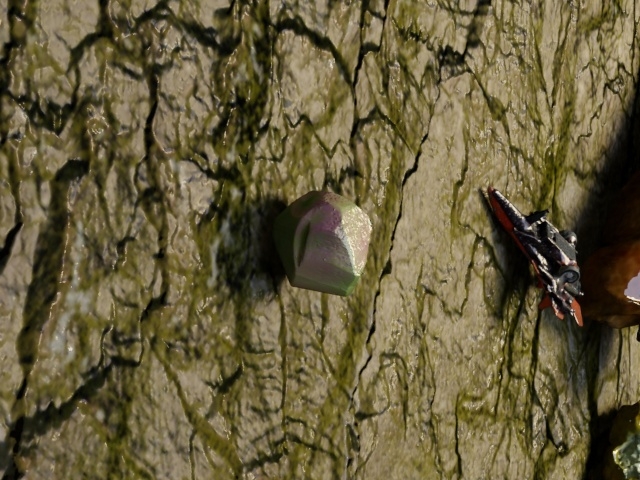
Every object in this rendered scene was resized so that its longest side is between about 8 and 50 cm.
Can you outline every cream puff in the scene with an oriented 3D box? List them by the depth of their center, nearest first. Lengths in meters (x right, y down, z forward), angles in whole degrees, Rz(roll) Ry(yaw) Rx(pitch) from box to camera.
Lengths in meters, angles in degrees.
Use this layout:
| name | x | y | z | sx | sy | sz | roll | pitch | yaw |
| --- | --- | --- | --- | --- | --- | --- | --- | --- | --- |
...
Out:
| name | x | y | z | sx | sy | sz | roll | pitch | yaw |
| --- | --- | --- | --- | --- | --- | --- | --- | --- | --- |
| cream puff | 0.402 | 0.255 | 1.720 | 0.121 | 0.156 | 0.156 | 89 | 19 | -70 |

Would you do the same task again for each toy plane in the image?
| name | x | y | z | sx | sy | sz | roll | pitch | yaw |
| --- | --- | --- | --- | --- | --- | --- | --- | --- | --- |
| toy plane | 0.225 | 0.003 | 1.493 | 0.189 | 0.061 | 0.130 | 56 | 28 | -38 |

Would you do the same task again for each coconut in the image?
| name | x | y | z | sx | sy | sz | roll | pitch | yaw |
| --- | --- | --- | --- | --- | --- | --- | --- | --- | --- |
| coconut | 0.000 | 0.000 | 1.166 | 0.083 | 0.081 | 0.082 | 105 | 1 | -57 |

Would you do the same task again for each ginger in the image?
| name | x | y | z | sx | sy | sz | roll | pitch | yaw |
| --- | --- | --- | --- | --- | --- | --- | --- | --- | --- |
| ginger | 0.455 | -0.017 | 1.683 | 0.254 | 0.176 | 0.418 | 36 | 57 | -10 |
